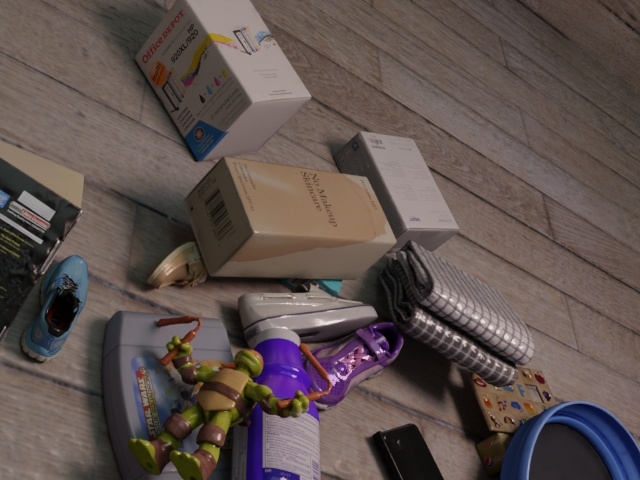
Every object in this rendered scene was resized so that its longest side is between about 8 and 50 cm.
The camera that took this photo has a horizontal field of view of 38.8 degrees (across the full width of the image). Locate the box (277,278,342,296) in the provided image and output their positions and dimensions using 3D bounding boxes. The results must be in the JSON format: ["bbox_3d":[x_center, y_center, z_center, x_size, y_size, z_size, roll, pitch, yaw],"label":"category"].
[{"bbox_3d":[0.000,0.000,1.607,0.100,0.060,0.244,37,38,-17],"label":"box"}]

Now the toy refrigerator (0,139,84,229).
[{"bbox_3d":[-0.449,-0.073,1.156,0.269,0.102,0.094,24,43,-33],"label":"toy refrigerator"}]

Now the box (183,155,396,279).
[{"bbox_3d":[-0.042,-0.028,1.432,0.311,0.121,0.148,2,55,-45],"label":"box"}]

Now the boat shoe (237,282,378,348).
[{"bbox_3d":[-0.020,0.113,1.462,0.267,0.096,0.088,-4,64,-38],"label":"boat shoe"}]

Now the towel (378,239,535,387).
[{"bbox_3d":[0.231,0.129,1.627,0.235,0.121,0.284,30,12,-14],"label":"towel"}]

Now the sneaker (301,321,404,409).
[{"bbox_3d":[0.055,0.189,1.459,0.236,0.104,0.095,-22,77,-52],"label":"sneaker"}]

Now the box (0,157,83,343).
[{"bbox_3d":[-0.470,-0.010,1.003,0.322,0.079,0.257,34,66,-21],"label":"box"}]

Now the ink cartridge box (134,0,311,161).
[{"bbox_3d":[-0.172,-0.287,1.587,0.168,0.171,0.233,-18,71,-53],"label":"ink cartridge box"}]

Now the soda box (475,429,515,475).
[{"bbox_3d":[0.365,0.381,1.657,0.181,0.058,0.061,6,54,-45],"label":"soda box"}]

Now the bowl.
[{"bbox_3d":[0.455,0.477,1.575,0.391,0.077,0.391,17,63,-36],"label":"bowl"}]

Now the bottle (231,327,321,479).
[{"bbox_3d":[-0.058,0.248,1.205,0.118,0.092,0.283,30,39,-32],"label":"bottle"}]

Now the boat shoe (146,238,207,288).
[{"bbox_3d":[-0.192,0.038,1.365,0.059,0.063,0.170,47,34,6],"label":"boat shoe"}]

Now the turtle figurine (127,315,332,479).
[{"bbox_3d":[-0.139,0.200,1.138,0.269,0.087,0.217,19,45,24],"label":"turtle figurine"}]

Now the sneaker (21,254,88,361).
[{"bbox_3d":[-0.327,0.079,1.173,0.063,0.073,0.162,31,40,-24],"label":"sneaker"}]

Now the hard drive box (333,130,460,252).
[{"bbox_3d":[0.154,-0.096,1.835,0.181,0.089,0.232,1,57,-46],"label":"hard drive box"}]

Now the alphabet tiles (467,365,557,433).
[{"bbox_3d":[0.371,0.310,1.678,0.237,0.009,0.198,16,42,-36],"label":"alphabet tiles"}]

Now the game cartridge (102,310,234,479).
[{"bbox_3d":[-0.186,0.231,1.207,0.198,0.062,0.297,13,49,-46],"label":"game cartridge"}]

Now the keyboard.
[{"bbox_3d":[0.161,0.442,1.407,0.201,0.033,0.317,3,55,-53],"label":"keyboard"}]
